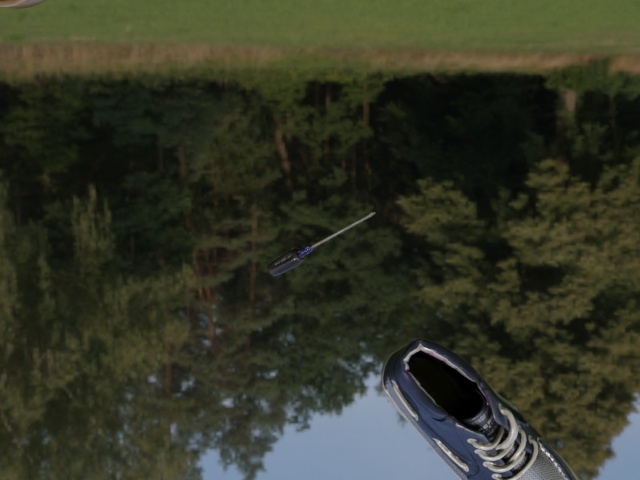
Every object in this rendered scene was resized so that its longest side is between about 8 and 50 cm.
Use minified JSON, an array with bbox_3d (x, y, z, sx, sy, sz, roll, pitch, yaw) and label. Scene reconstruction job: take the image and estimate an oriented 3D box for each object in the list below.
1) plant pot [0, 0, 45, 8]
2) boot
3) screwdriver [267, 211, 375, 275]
[{"bbox_3d":[-0.341,-0.395,1.019,0.237,0.237,0.110,5,-170,27],"label":"plant pot"},{"bbox_3d":[0.120,0.145,0.604,0.190,0.069,0.086,39,169,7],"label":"boot"},{"bbox_3d":[0.000,0.000,1.079,0.170,0.024,0.025,-32,-141,24],"label":"screwdriver"}]
